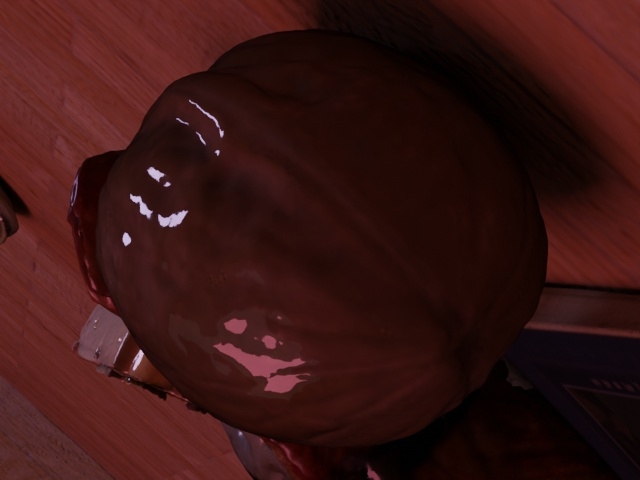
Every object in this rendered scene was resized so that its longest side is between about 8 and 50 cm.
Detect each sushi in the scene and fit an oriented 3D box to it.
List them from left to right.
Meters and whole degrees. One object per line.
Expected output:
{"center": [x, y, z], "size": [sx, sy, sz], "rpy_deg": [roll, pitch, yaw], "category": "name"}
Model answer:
{"center": [0.023, 0.069, 0.772], "size": [0.332, 0.124, 0.130], "rpy_deg": [46, 175, -12], "category": "sushi"}

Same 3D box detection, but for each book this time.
{"center": [0.191, 0.118, 0.670], "size": [0.269, 0.025, 0.191], "rpy_deg": [46, 165, -17], "category": "book"}

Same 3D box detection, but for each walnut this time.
{"center": [0.000, -0.001, 0.593], "size": [0.162, 0.140, 0.140], "rpy_deg": [37, 165, 32], "category": "walnut"}

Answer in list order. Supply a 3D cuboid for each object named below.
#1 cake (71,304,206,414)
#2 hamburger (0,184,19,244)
{"center": [-0.039, 0.085, 1.145], "size": [0.225, 0.090, 0.109], "rpy_deg": [28, 170, -26], "category": "cake"}
{"center": [-0.306, -0.045, 1.411], "size": [0.140, 0.062, 0.133], "rpy_deg": [49, 163, -17], "category": "hamburger"}
